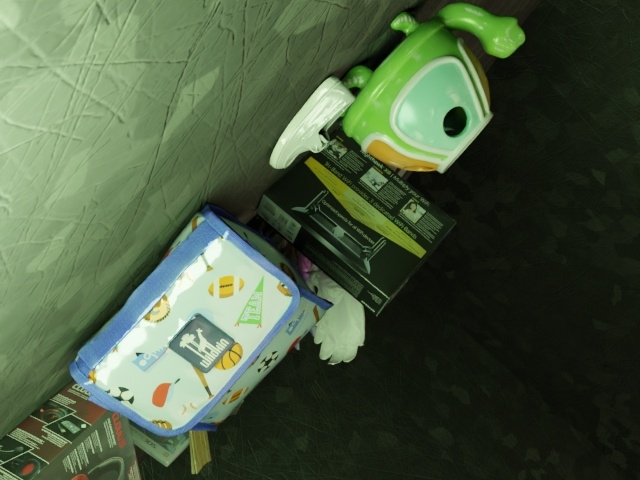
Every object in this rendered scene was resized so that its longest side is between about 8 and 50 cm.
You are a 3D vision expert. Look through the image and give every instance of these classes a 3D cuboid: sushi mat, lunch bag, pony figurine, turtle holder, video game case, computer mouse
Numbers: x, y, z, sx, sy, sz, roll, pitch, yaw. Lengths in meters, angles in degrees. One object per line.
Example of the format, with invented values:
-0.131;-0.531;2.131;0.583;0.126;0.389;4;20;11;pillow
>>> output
-0.304;0.387;2.164;0.019;0.316;0.151;-9;176;7;sushi mat
-0.187;0.132;1.438;0.328;0.239;0.385;-48;158;0;lunch bag
-0.048;0.112;1.983;0.363;0.303;0.351;96;2;-69;pony figurine
0.195;-0.263;1.592;0.320;0.227;0.243;-45;173;-27;turtle holder
-0.388;0.443;2.233;0.201;0.183;0.023;-42;157;-48;video game case
-0.105;-0.039;1.805;0.242;0.041;0.071;-47;174;-21;computer mouse

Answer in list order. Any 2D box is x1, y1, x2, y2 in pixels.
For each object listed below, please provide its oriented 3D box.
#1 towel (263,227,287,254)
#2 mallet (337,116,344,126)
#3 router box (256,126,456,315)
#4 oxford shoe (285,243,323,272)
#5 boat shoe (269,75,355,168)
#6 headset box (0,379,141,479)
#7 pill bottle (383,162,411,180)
-0.183;0.102;2.100;0.324;0.056;0.312;-46;174;-16;towel
0.107;-0.291;1.752;0.190;0.039;0.062;-45;172;13;mallet
0.070;-0.042;1.742;0.243;0.309;0.081;-44;170;-33;router box
0.000;0.000;2.319;0.397;0.146;0.140;-52;171;25;oxford shoe
-0.012;-0.177;1.448;0.184;0.063;0.066;-50;174;19;boat shoe
-0.421;0.382;1.477;0.293;0.110;0.218;-42;141;-44;headset box
0.137;-0.201;1.915;0.162;0.162;0.278;-44;173;-36;pill bottle
